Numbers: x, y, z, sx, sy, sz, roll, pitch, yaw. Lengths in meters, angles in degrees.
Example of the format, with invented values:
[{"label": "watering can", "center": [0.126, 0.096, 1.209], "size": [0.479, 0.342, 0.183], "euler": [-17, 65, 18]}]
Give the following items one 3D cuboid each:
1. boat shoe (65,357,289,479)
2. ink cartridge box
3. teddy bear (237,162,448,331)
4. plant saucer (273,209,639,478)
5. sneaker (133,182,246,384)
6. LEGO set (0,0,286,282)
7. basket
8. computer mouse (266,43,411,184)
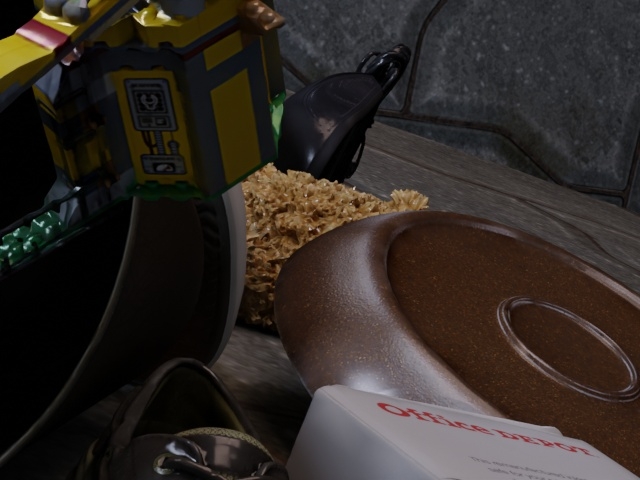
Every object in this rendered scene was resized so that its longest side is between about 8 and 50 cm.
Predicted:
[{"label": "boat shoe", "center": [-0.045, 0.096, 0.581], "size": [0.080, 0.073, 0.223], "euler": [19, 9, -16]}, {"label": "ink cartridge box", "center": [0.090, 0.137, 0.613], "size": [0.148, 0.086, 0.203], "euler": [16, 10, -35]}, {"label": "teddy bear", "center": [0.000, 0.000, 1.162], "size": [0.245, 0.113, 0.338], "euler": [14, 11, -29]}, {"label": "plant saucer", "center": [0.124, 0.073, 0.918], "size": [0.310, 0.050, 0.310], "euler": [23, 24, -11]}, {"label": "sneaker", "center": [-0.090, -0.075, 0.840], "size": [0.106, 0.290, 0.123], "euler": [-6, 22, 12]}, {"label": "LEGO set", "center": [-0.177, -0.080, 0.418], "size": [0.331, 0.192, 0.255], "euler": [-26, 51, -16]}, {"label": "basket", "center": [-0.126, 0.000, 0.671], "size": [0.154, 0.204, 0.227], "euler": [21, -1, 7]}, {"label": "computer mouse", "center": [-0.009, -0.087, 1.543], "size": [0.072, 0.188, 0.272], "euler": [30, 21, 5]}]
